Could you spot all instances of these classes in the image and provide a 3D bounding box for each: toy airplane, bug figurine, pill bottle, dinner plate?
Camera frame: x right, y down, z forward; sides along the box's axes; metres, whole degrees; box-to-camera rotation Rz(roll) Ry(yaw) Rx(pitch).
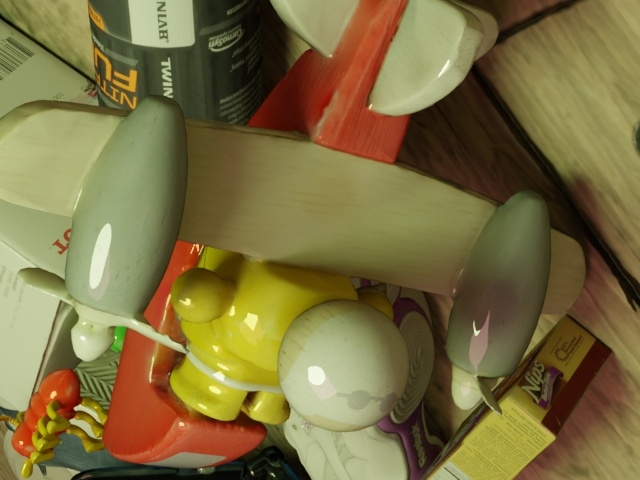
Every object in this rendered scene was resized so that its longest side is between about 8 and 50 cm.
[{"bbox_3d":[0.000,0.000,1.198,0.384,0.386,0.272,75,171,-49],"label":"toy airplane"},{"bbox_3d":[-0.144,0.105,1.510,0.072,0.279,0.216,43,111,25],"label":"bug figurine"},{"bbox_3d":[-0.108,-0.140,1.354,0.130,0.130,0.246,20,134,23],"label":"pill bottle"},{"bbox_3d":[-0.286,0.254,1.907,0.141,0.017,0.141,20,133,23],"label":"dinner plate"}]

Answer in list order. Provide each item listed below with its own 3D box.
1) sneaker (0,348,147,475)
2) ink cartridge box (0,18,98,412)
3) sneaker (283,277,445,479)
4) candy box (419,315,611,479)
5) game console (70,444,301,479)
[{"bbox_3d":[-0.282,0.138,1.717,0.350,0.131,0.148,35,134,7],"label":"sneaker"},{"bbox_3d":[-0.281,-0.033,1.523,0.270,0.198,0.197,35,138,9],"label":"ink cartridge box"},{"bbox_3d":[0.021,0.134,1.499,0.152,0.114,0.305,15,132,29],"label":"sneaker"},{"bbox_3d":[0.148,0.151,1.423,0.053,0.109,0.187,40,139,2],"label":"candy box"},{"bbox_3d":[-0.100,0.319,1.650,0.250,0.173,0.293,51,155,17],"label":"game console"}]
